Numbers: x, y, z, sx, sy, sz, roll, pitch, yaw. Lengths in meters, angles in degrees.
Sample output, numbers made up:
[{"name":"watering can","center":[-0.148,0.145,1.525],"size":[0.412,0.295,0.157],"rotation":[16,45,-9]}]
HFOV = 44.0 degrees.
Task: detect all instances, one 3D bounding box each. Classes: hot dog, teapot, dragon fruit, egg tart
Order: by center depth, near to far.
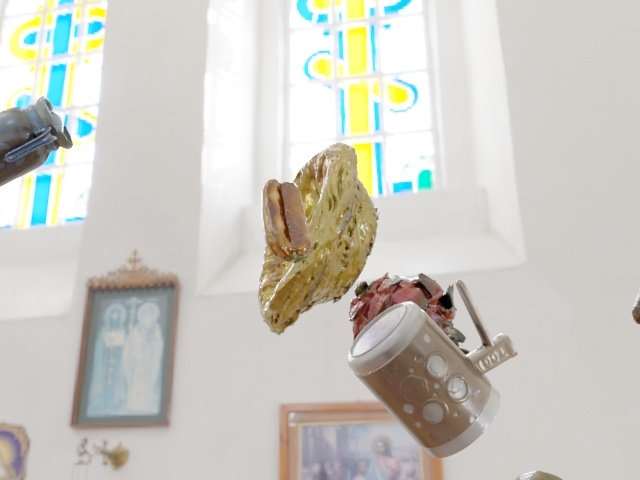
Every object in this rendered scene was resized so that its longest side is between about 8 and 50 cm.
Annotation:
[{"name":"teapot","center":[-0.228,-0.071,0.573],"size":[0.083,0.049,0.063],"rotation":[-29,-3,-5]},{"name":"hot dog","center":[-0.037,-0.019,0.787],"size":[0.049,0.122,0.037],"rotation":[15,-55,-19]},{"name":"egg tart","center":[0.000,-0.001,1.339],"size":[0.132,0.341,0.341],"rotation":[22,-31,-17]},{"name":"dragon fruit","center":[0.177,0.169,1.575],"size":[0.274,0.192,0.193],"rotation":[30,-54,22]}]

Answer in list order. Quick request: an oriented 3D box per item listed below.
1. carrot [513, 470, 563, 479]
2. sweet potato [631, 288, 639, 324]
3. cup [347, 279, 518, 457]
[{"name":"carrot","center":[0.181,0.335,0.772],"size":[0.114,0.114,0.302],"rotation":[-18,1,30]},{"name":"sweet potato","center":[0.437,-0.018,0.897],"size":[0.269,0.074,0.075],"rotation":[-50,-40,10]},{"name":"cup","center":[0.085,0.093,0.583],"size":[0.102,0.074,0.099],"rotation":[-39,-80,21]}]
